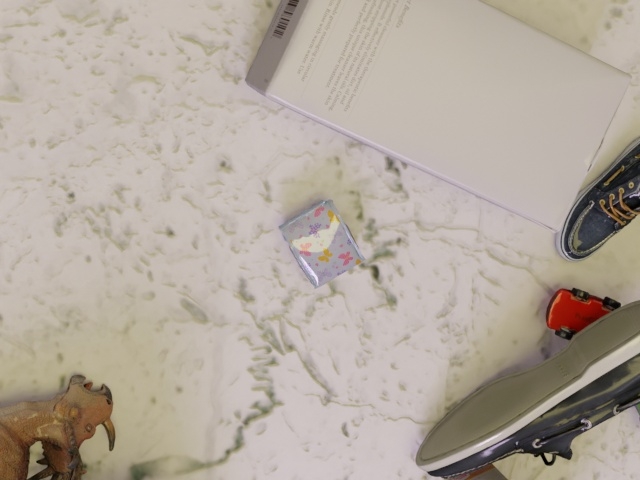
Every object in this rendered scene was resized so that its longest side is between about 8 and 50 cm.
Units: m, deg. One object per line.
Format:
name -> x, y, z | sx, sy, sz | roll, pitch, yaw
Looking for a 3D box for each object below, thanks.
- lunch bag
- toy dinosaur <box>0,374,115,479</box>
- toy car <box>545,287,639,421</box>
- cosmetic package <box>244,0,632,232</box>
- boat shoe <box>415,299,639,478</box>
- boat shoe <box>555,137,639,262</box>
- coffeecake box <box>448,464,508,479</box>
lunch bag -> 0.000, 0.000, 1.679 | 0.071, 0.053, 0.083 | -32, 115, -2
toy dinosaur -> -0.366, 0.268, 1.622 | 0.200, 0.127, 0.295 | 35, 98, -23
toy car -> 0.394, 0.135, 1.786 | 0.239, 0.053, 0.225 | -15, 104, -8
cosmetic package -> 0.127, -0.175, 1.618 | 0.366, 0.155, 0.197 | 25, 95, -16
boat shoe -> 0.273, 0.200, 1.710 | 0.340, 0.127, 0.113 | -35, 107, 11
boat shoe -> 0.350, -0.046, 1.726 | 0.065, 0.083, 0.183 | 39, 91, -16
coffeecake box -> 0.222, 0.360, 1.724 | 0.068, 0.185, 0.142 | -24, 104, -7
